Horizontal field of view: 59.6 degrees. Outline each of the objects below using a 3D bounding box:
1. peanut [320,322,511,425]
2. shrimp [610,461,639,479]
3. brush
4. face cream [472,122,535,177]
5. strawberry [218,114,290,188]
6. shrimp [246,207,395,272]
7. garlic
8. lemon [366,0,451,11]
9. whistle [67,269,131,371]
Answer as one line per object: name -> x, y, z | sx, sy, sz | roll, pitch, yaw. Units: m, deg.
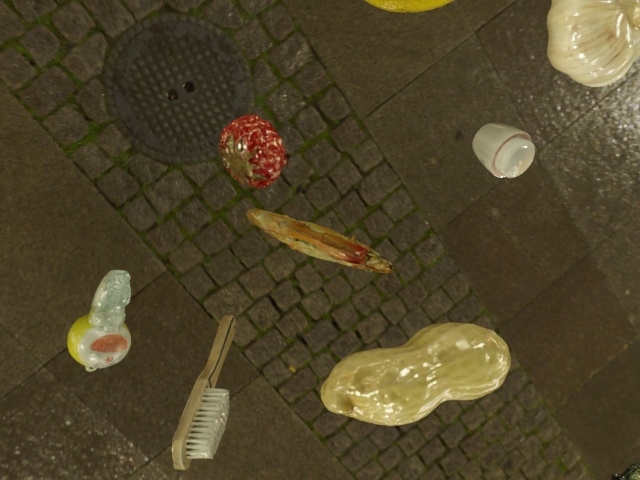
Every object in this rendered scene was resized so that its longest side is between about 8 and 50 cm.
peanut -> 0.092, 0.129, 0.542 | 0.187, 0.082, 0.082 | -18, 107, -10
shrimp -> 0.351, 0.224, 0.485 | 0.076, 0.174, 0.082 | -46, 128, -37
brush -> -0.176, 0.244, 0.960 | 0.065, 0.327, 0.070 | 2, 122, 5
face cream -> 0.333, -0.166, 1.021 | 0.091, 0.095, 0.091 | -18, 132, -21
strawberry -> -0.133, -0.164, 1.046 | 0.086, 0.145, 0.145 | -46, 113, -32
shrimp -> 0.000, 0.001, 1.034 | 0.294, 0.154, 0.062 | 17, 87, 2
garlic -> 0.492, -0.345, 0.888 | 0.199, 0.226, 0.199 | -8, 102, -41
lemon -> 0.182, -0.629, 1.126 | 0.348, 0.348, 0.348 | -4, 104, -14
whistle -> -0.422, 0.165, 1.101 | 0.123, 0.123, 0.223 | 18, 104, -18
